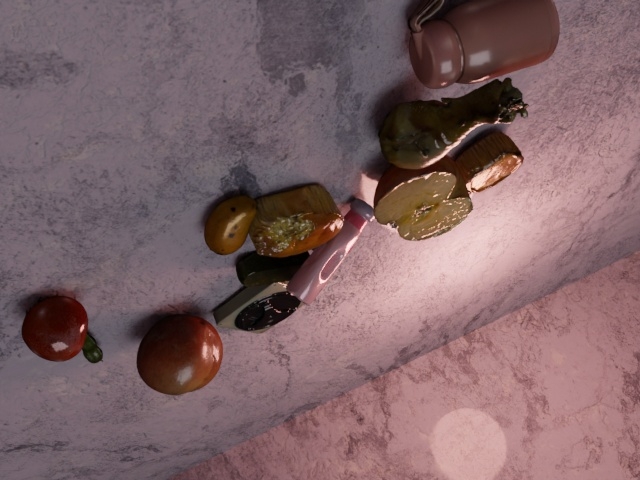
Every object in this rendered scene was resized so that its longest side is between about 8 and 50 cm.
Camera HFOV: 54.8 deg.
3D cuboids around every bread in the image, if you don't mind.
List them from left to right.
[{"bbox_3d":[-0.067,-0.046,1.628,0.250,0.133,0.179,-9,150,-28],"label":"bread"},{"bbox_3d":[0.490,-0.232,1.825,0.199,0.104,0.199,-22,155,-10],"label":"bread"}]

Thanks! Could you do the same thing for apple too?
[{"bbox_3d":[0.272,-0.142,1.723,0.251,0.163,0.293,-26,140,18],"label":"apple"}]

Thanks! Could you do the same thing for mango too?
[{"bbox_3d":[-0.228,-0.039,1.541,0.115,0.090,0.178,-1,137,-34],"label":"mango"}]

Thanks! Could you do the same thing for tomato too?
[{"bbox_3d":[-0.651,0.220,1.527,0.167,0.167,0.167,-21,150,-12],"label":"tomato"}]

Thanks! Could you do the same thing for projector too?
[{"bbox_3d":[-0.175,0.215,2.004,0.259,0.079,0.257,-36,151,18],"label":"projector"}]

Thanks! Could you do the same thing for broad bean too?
[{"bbox_3d":[-0.665,0.282,1.731,0.053,0.052,0.256,-60,161,-28],"label":"broad bean"}]

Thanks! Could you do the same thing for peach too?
[{"bbox_3d":[-0.418,0.338,1.851,0.252,0.252,0.252,-21,150,-12],"label":"peach"}]

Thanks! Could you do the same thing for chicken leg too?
[{"bbox_3d":[0.290,-0.268,1.413,0.201,0.153,0.429,26,156,-32],"label":"chicken leg"}]

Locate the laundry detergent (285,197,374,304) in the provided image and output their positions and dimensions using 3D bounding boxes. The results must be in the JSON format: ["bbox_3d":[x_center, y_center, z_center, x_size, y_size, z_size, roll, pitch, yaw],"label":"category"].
[{"bbox_3d":[0.032,0.029,1.756,0.335,0.088,0.159,-53,175,-4],"label":"laundry detergent"}]

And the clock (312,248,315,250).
[{"bbox_3d":[0.000,0.000,1.870,0.085,0.017,0.085,-21,150,-13],"label":"clock"}]

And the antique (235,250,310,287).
[{"bbox_3d":[-0.140,0.073,1.809,0.220,0.080,0.081,-8,144,-30],"label":"antique"}]

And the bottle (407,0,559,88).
[{"bbox_3d":[0.333,-0.440,1.309,0.296,0.173,0.206,-20,119,-10],"label":"bottle"}]
